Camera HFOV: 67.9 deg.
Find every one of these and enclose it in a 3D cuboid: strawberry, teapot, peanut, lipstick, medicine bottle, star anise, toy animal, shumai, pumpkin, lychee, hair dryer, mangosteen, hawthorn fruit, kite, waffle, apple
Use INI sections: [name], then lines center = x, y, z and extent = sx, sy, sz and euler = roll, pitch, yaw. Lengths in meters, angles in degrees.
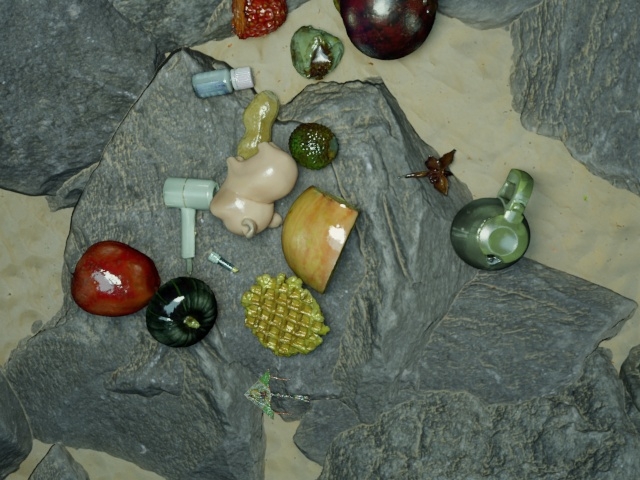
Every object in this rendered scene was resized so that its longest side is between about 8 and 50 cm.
[strawberry]
center = -0.194, -0.761, 1.518
extent = 0.178, 0.234, 0.233
euler = -9, 95, -19
[teapot]
center = 0.575, -0.041, 1.479
extent = 0.322, 0.239, 0.239
euler = -41, 92, 7
[peanut]
center = -0.211, -0.374, 1.598
extent = 0.117, 0.101, 0.263
euler = 19, 101, 29
[lipstick]
center = -0.342, 0.083, 1.690
extent = 0.116, 0.037, 0.037
euler = 33, 98, -2
[medicine bottle]
center = -0.326, -0.534, 1.599
extent = 0.203, 0.083, 0.083
euler = -7, 95, 8
[star anise]
center = 0.359, -0.230, 1.581
extent = 0.141, 0.144, 0.158
euler = -7, 106, -38
[toy animal]
center = -0.210, -0.159, 1.549
extent = 0.326, 0.237, 0.269
euler = -24, 91, 22
[shumai]
center = -0.026, -0.613, 1.532
extent = 0.184, 0.142, 0.184
euler = 0, 97, 3
[pumpkin]
center = -0.463, 0.247, 1.612
extent = 0.250, 0.216, 0.249
euler = -12, 110, -35
[lychee]
center = -0.031, -0.311, 1.563
extent = 0.171, 0.171, 0.171
euler = 1, 96, 6
[hair dryer]
center = -0.450, -0.040, 1.670
extent = 0.173, 0.107, 0.357
euler = 6, 105, 6
[mangosteen]
center = 0.177, -0.703, 1.442
extent = 0.360, 0.306, 0.305
euler = 6, 97, 37
[hawthorn fruit]
center = -0.683, 0.142, 1.628
extent = 0.307, 0.265, 0.265
euler = 19, 97, -5
[kite]
center = -0.160, 0.560, 1.732
extent = 0.245, 0.006, 0.198
euler = 0, 95, 6
[waffle]
center = -0.131, 0.256, 1.621
extent = 0.302, 0.068, 0.324
euler = -25, 100, 30
[apple]
center = 0.000, 0.000, 1.567
extent = 0.314, 0.252, 0.309
euler = 36, 101, 46
